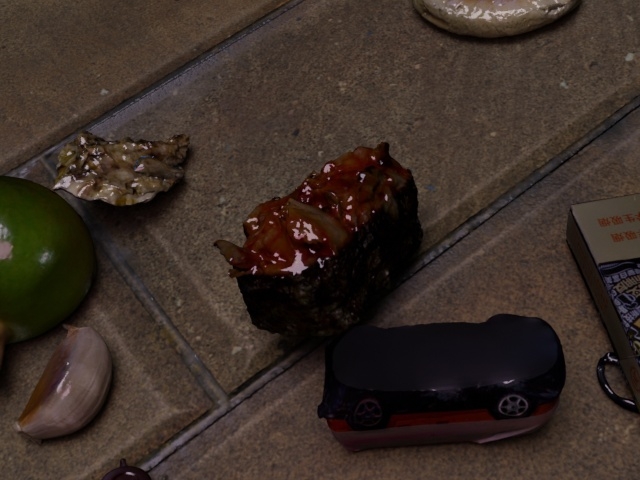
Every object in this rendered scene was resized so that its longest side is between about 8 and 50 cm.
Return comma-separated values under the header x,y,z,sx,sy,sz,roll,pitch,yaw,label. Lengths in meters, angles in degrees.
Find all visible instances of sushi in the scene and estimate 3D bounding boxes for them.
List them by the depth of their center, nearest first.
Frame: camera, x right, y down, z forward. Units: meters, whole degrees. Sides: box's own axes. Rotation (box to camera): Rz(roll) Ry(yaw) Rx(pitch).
x,y,z,sx,sy,sz,roll,pitch,yaw,label
0.000,0.000,1.181,0.196,0.182,0.343,-5,25,40,sushi

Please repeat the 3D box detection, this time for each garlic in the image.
x,y,z,sx,sy,sz,roll,pitch,yaw,label
-0.365,0.190,1.230,0.128,0.090,0.198,-14,50,28,garlic

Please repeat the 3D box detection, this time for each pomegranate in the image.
x,y,z,sx,sy,sz,roll,pitch,yaw,label
-0.521,0.047,1.280,0.309,0.216,0.358,-6,51,11,pomegranate

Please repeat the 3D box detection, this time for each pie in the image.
x,y,z,sx,sy,sz,roll,pitch,yaw,label
0.334,-0.490,1.593,0.337,0.075,0.337,-3,57,5,pie

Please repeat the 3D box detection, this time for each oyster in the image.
x,y,z,sx,sy,sz,roll,pitch,yaw,label
-0.334,-0.128,1.418,0.214,0.083,0.223,5,31,-4,oyster

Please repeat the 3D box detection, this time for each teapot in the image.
x,y,z,sx,sy,sz,roll,pitch,yaw,label
-0.258,0.332,1.121,0.068,0.045,0.100,-1,31,-17,teapot

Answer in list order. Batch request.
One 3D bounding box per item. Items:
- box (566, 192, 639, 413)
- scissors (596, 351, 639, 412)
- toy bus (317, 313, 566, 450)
x,y,z,sx,sy,sz,roll,pitch,yaw,label
0.468,0.068,1.117,0.198,0.084,0.310,-10,48,1,box
0.473,0.232,1.044,0.109,0.022,0.300,-33,51,-14,scissors
0.151,0.182,1.077,0.302,0.147,0.127,-6,49,8,toy bus
